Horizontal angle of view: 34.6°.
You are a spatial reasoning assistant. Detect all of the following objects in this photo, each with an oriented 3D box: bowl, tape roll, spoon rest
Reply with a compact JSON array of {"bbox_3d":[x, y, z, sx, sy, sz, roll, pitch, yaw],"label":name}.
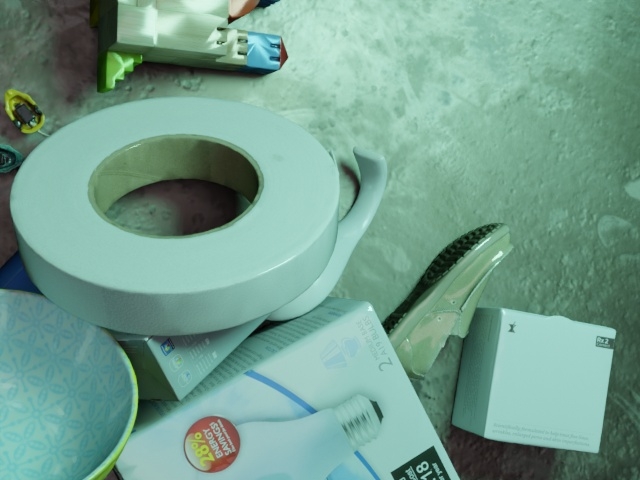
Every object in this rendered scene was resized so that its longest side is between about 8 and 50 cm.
[{"bbox_3d":[-0.349,0.207,1.098,0.289,0.156,0.289,11,41,-9],"label":"bowl"},{"bbox_3d":[-0.169,-0.044,1.235,0.392,0.392,0.072,-10,131,-15],"label":"tape roll"},{"bbox_3d":[0.000,0.000,1.398,0.276,0.137,0.084,-50,139,-17],"label":"spoon rest"}]

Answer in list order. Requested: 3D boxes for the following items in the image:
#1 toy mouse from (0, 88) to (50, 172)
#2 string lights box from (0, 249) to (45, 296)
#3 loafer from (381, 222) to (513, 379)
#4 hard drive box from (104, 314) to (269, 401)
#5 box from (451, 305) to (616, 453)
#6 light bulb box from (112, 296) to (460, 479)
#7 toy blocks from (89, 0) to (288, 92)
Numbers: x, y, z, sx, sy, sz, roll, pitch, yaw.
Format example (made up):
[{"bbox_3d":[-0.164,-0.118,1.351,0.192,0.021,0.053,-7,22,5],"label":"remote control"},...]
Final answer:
[{"bbox_3d":[-0.429,-0.138,1.323,0.143,0.031,0.161,-43,97,-8],"label":"toy mouse"},{"bbox_3d":[-0.372,0.118,1.253,0.259,0.077,0.133,-51,119,-29],"label":"string lights box"},{"bbox_3d":[0.181,0.087,1.449,0.092,0.102,0.268,44,88,-11],"label":"loafer"},{"bbox_3d":[-0.172,0.089,1.257,0.232,0.181,0.089,-43,117,-39],"label":"hard drive box"},{"bbox_3d":[0.301,0.195,1.462,0.181,0.119,0.181,11,85,-14],"label":"box"},{"bbox_3d":[-0.044,0.309,1.312,0.361,0.225,0.358,-29,96,-15],"label":"light bulb box"},{"bbox_3d":[-0.149,-0.378,1.350,0.261,0.191,0.381,2,89,-26],"label":"toy blocks"}]
